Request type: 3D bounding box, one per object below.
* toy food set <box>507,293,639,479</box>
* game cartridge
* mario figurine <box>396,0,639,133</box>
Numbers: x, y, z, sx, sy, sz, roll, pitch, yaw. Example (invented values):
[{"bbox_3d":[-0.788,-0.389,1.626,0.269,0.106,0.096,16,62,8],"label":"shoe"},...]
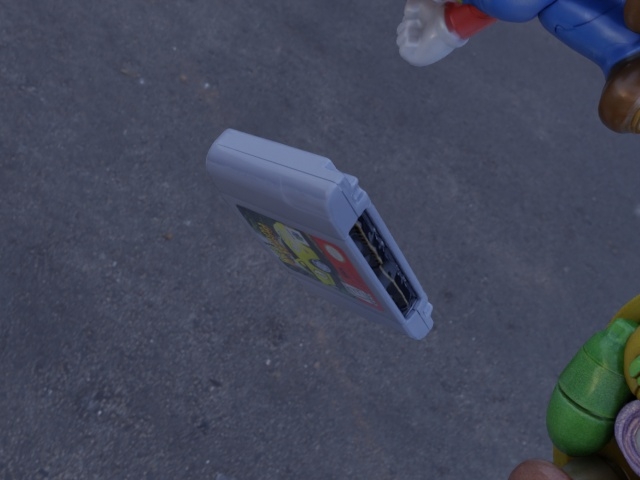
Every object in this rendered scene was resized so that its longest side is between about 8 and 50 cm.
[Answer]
[{"bbox_3d":[0.151,0.123,0.358,0.071,0.218,0.128,-3,33,-32],"label":"toy food set"},{"bbox_3d":[0.000,0.000,0.797,0.196,0.294,0.060,26,72,39],"label":"game cartridge"},{"bbox_3d":[0.104,-0.193,0.513,0.170,0.198,0.320,-9,43,-40],"label":"mario figurine"}]
